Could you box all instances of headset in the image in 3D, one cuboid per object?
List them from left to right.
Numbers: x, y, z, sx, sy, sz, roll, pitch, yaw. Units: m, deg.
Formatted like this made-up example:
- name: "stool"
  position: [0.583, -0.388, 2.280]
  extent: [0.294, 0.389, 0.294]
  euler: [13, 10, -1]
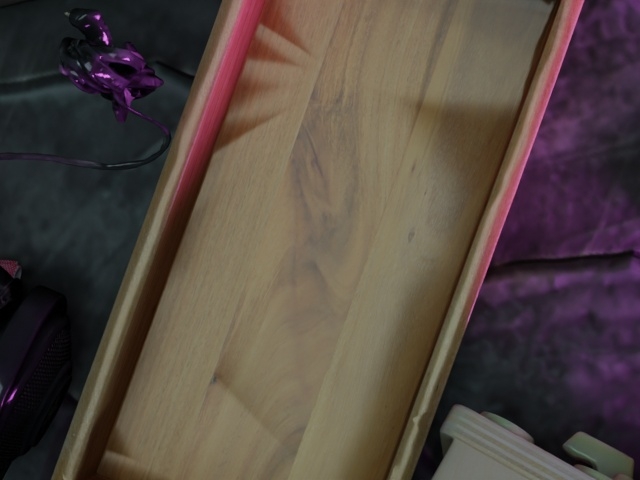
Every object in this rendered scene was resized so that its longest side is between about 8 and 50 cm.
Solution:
- name: "headset"
  position: [-0.243, 0.032, 0.697]
  extent: [0.394, 0.185, 0.243]
  euler: [-43, 92, -2]

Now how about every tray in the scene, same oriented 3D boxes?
- name: "tray"
  position: [0.000, 0.000, 0.754]
  extent: [0.203, 0.076, 0.411]
  euler: [20, 91, 5]

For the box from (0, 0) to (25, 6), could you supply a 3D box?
- name: "box"
  position: [-0.184, -0.210, 0.764]
  extent: [0.275, 0.113, 0.094]
  euler: [-12, 87, 5]

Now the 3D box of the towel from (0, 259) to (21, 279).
- name: "towel"
  position: [-0.303, 0.067, 0.815]
  extent: [0.197, 0.029, 0.144]
  euler: [10, 90, 7]

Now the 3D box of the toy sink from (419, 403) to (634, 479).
- name: "toy sink"
  position: [0.106, 0.179, 0.673]
  extent: [0.131, 0.153, 0.234]
  euler: [29, 77, 15]
